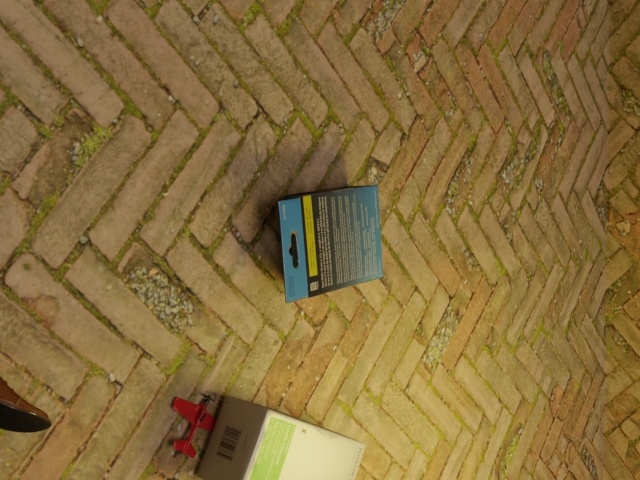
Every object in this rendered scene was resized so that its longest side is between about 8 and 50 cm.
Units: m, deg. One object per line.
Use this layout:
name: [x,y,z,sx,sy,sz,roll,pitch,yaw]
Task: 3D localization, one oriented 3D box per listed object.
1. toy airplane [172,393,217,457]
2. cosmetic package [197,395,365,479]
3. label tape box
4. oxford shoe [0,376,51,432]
toy airplane: [-0.276,0.403,1.641,0.151,0.028,0.151,-6,98,-45]
cosmetic package: [-0.081,0.504,1.747,0.365,0.155,0.196,30,73,-43]
label tape box: [0.000,0.000,1.824,0.334,0.106,0.240,-11,100,-43]
oxford shoe: [-0.555,0.280,1.334,0.212,0.076,0.076,49,20,-47]
